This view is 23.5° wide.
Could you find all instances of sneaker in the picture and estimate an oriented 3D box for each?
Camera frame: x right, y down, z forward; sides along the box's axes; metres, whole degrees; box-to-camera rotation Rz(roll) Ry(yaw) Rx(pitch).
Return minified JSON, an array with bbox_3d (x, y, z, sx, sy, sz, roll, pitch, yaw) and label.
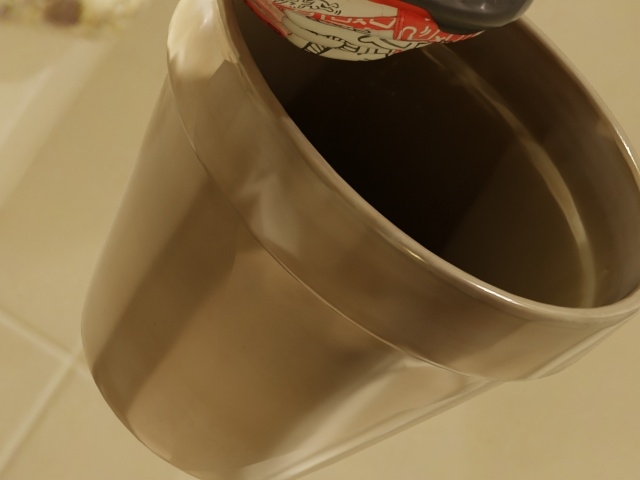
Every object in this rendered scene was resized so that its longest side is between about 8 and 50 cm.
[{"bbox_3d":[-0.039,-0.151,0.761,0.270,0.090,0.145,12,-6,-23],"label":"sneaker"}]

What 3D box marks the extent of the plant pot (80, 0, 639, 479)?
[{"bbox_3d":[0.000,0.000,0.953,0.323,0.280,0.323,27,37,-23],"label":"plant pot"}]
